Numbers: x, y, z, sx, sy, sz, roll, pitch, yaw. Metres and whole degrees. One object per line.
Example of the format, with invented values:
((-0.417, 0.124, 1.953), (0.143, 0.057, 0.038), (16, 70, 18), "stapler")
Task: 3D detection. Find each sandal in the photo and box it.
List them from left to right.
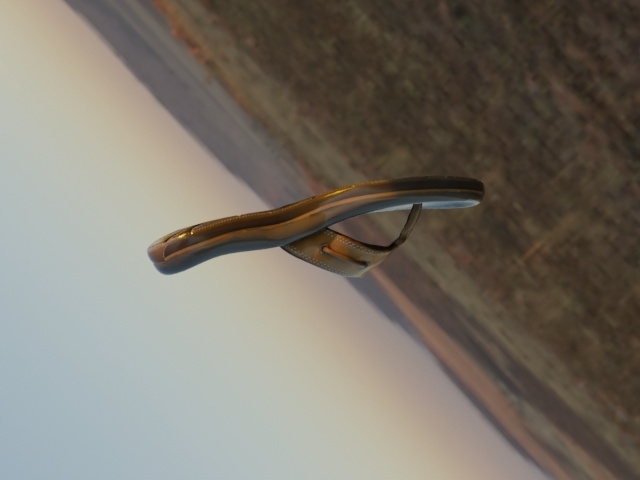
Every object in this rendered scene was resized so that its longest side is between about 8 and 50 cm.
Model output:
((0.000, 0.000, 0.845), (0.090, 0.219, 0.060), (174, 82, -79), "sandal")
